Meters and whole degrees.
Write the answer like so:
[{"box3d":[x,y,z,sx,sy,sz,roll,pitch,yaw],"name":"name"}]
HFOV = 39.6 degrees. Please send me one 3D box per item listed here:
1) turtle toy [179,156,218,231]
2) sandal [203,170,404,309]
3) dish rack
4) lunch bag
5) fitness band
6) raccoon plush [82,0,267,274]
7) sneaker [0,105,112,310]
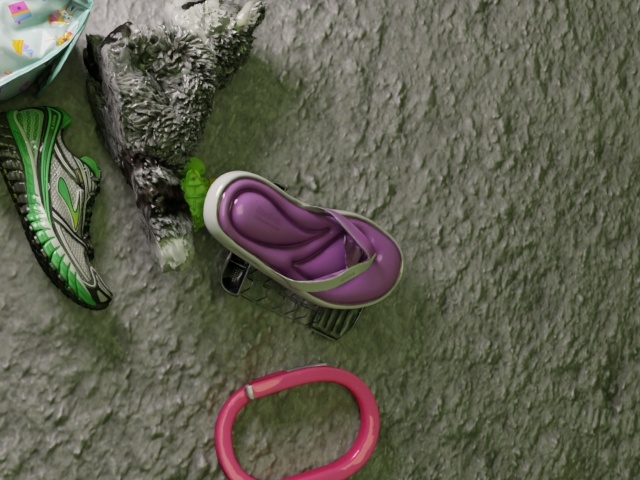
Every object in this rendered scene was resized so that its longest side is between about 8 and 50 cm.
[{"box3d":[-0.212,-0.078,1.488,0.095,0.066,0.130,-2,84,-9],"name":"turtle toy"},{"box3d":[-0.004,0.015,1.433,0.416,0.102,0.170,20,83,-37],"name":"sandal"},{"box3d":[-0.028,0.046,1.540,0.271,0.074,0.208,28,78,-15],"name":"dish rack"},{"box3d":[-0.473,-0.289,1.335,0.262,0.223,0.160,-29,101,-21],"name":"lunch bag"},{"box3d":[-0.037,0.326,1.521,0.290,0.054,0.209,-12,89,-19],"name":"fitness band"},{"box3d":[-0.195,-0.191,1.447,0.299,0.216,0.447,-16,95,-26],"name":"raccoon plush"},{"box3d":[-0.396,-0.054,1.387,0.146,0.134,0.344,-21,92,-20],"name":"sneaker"}]
